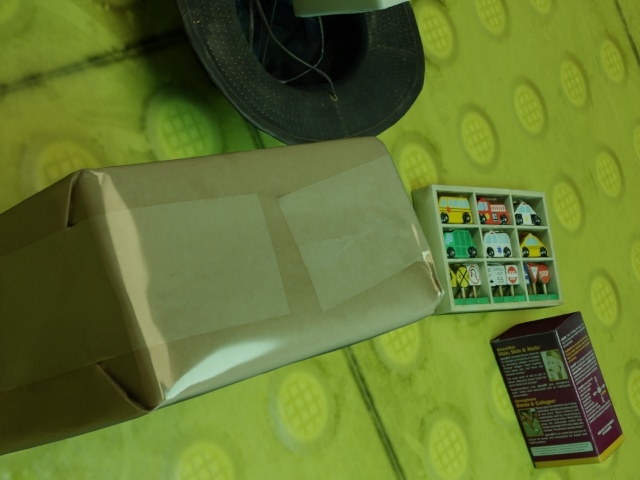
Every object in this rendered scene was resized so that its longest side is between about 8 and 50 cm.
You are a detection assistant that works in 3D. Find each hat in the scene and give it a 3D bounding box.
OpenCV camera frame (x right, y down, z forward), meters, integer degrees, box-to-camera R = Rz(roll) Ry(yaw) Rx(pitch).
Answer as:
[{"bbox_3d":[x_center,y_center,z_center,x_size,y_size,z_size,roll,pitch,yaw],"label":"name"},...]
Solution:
[{"bbox_3d":[-0.044,-0.228,1.223,0.331,0.134,0.331,13,67,-35],"label":"hat"}]

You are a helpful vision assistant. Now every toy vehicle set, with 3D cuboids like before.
[{"bbox_3d":[0.231,0.013,1.506,0.267,0.035,0.166,0,78,-47],"label":"toy vehicle set"}]

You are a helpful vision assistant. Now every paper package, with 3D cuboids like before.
[{"bbox_3d":[-0.126,0.048,0.911,0.325,0.309,0.168,-13,83,-49],"label":"paper package"}]

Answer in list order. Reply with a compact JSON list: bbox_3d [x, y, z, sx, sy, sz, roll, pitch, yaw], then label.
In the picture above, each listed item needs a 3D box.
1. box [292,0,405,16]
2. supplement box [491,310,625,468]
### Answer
[{"bbox_3d":[0.043,-0.355,1.117,0.149,0.127,0.232,-28,114,-41],"label":"box"},{"bbox_3d":[0.318,0.200,1.488,0.081,0.104,0.188,-24,95,-48],"label":"supplement box"}]
